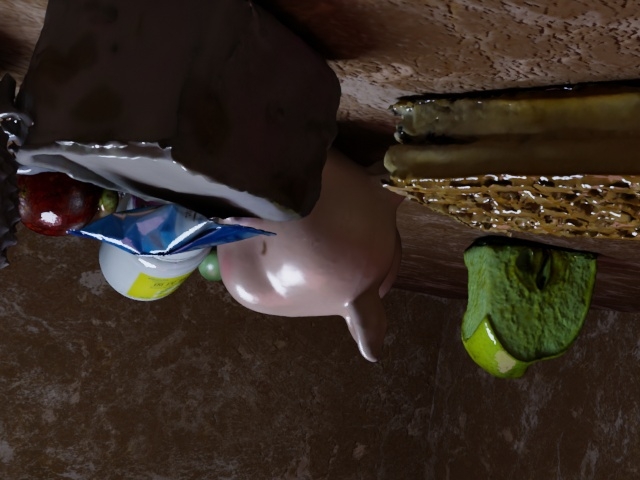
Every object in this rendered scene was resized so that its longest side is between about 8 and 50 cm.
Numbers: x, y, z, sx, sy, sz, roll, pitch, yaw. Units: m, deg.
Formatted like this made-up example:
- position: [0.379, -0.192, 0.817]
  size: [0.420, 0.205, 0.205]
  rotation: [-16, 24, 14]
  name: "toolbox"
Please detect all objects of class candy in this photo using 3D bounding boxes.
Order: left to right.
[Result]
- position: [-0.112, -0.005, 0.575]
  size: [0.136, 0.038, 0.088]
  rotation: [-3, 170, 20]
  name: "candy"
- position: [-0.103, -0.096, 0.546]
  size: [0.184, 0.137, 0.195]
  rotation: [6, 172, 29]
  name: "candy"

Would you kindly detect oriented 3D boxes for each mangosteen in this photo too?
- position: [-0.353, -0.073, 1.072]
  size: [0.181, 0.146, 0.155]
  rotation: [16, 167, -31]
  name: "mangosteen"

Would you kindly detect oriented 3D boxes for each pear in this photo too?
- position: [0.391, 0.133, 1.426]
  size: [0.238, 0.256, 0.164]
  rotation: [5, 173, -12]
  name: "pear"

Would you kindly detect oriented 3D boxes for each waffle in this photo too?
- position: [0.229, -0.057, 0.635]
  size: [0.307, 0.091, 0.212]
  rotation: [4, 172, 41]
  name: "waffle"

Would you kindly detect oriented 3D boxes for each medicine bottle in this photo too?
- position: [-0.228, -0.009, 1.067]
  size: [0.143, 0.144, 0.258]
  rotation: [11, 157, -20]
  name: "medicine bottle"

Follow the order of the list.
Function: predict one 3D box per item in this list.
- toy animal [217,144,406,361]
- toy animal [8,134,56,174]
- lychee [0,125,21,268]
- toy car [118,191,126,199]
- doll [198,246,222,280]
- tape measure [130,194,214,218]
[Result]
- position: [0.000, 0.000, 0.892]
  size: [0.269, 0.237, 0.326]
  rotation: [10, 174, 38]
  name: "toy animal"
- position: [-0.310, -0.114, 0.877]
  size: [0.205, 0.081, 0.367]
  rotation: [-9, 174, -7]
  name: "toy animal"
- position: [-0.418, -0.062, 0.686]
  size: [0.299, 0.300, 0.300]
  rotation: [9, 174, 1]
  name: "lychee"
- position: [-0.348, -0.099, 1.225]
  size: [0.071, 0.063, 0.165]
  rotation: [13, 173, -27]
  name: "toy car"
- position: [-0.134, 0.036, 1.646]
  size: [0.198, 0.186, 0.322]
  rotation: [-23, 146, 12]
  name: "doll"
- position: [-0.170, -0.075, 0.879]
  size: [0.118, 0.125, 0.074]
  rotation: [-23, 178, -12]
  name: "tape measure"
